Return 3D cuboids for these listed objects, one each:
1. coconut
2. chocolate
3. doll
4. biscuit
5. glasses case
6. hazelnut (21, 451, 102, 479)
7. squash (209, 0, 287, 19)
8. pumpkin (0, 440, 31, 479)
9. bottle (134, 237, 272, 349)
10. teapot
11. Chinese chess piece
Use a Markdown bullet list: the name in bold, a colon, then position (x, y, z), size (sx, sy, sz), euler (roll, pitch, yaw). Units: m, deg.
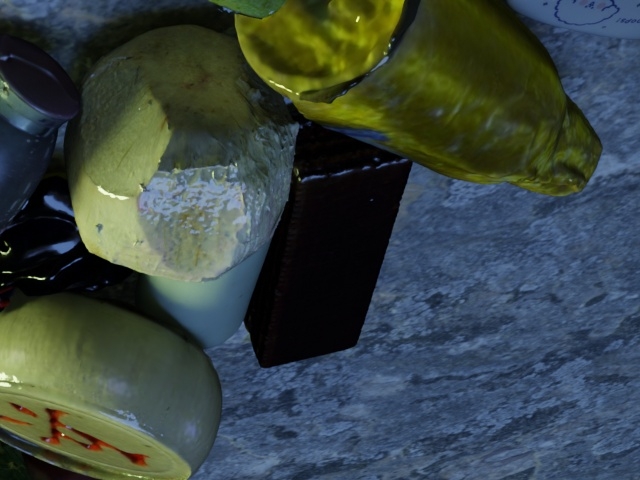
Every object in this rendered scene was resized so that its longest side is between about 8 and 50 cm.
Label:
- **coconut**: position (-0.106, -0.059, 1.427), size (0.194, 0.194, 0.194), euler (-14, 154, -7)
- **chocolate**: position (0.108, -0.117, 1.459), size (0.162, 0.162, 0.445), euler (-28, 153, 21)
- **doll**: position (-0.253, 0.006, 1.568), size (0.248, 0.088, 0.127), euler (-20, 162, 21)
- **biscuit**: position (0.000, 0.000, 1.721), size (0.107, 0.073, 0.388), euler (-12, 153, -14)
- **glasses case**: position (0.224, -0.199, 1.496), size (0.197, 0.049, 0.076), euler (6, 146, -40)
- **hazelnut**: position (-0.238, 0.251, 1.949), size (0.180, 0.181, 0.212), euler (4, 138, -22)
- **squash**: position (-0.100, -0.221, 1.231), size (0.075, 0.090, 0.200), euler (1, 157, 43)
- **pumpkin**: position (-0.410, 0.318, 1.860), size (0.196, 0.263, 0.293), euler (2, 106, -30)
- **bottle**: position (-0.105, 0.024, 1.667), size (0.104, 0.104, 0.245), euler (-9, 152, -17)
- **teapot**: position (-0.253, -0.091, 1.377), size (0.146, 0.148, 0.116), euler (-43, -178, 23)
- **Chinese chess piece**: position (-0.210, 0.134, 1.704), size (0.249, 0.103, 0.250), euler (15, 157, 7)
